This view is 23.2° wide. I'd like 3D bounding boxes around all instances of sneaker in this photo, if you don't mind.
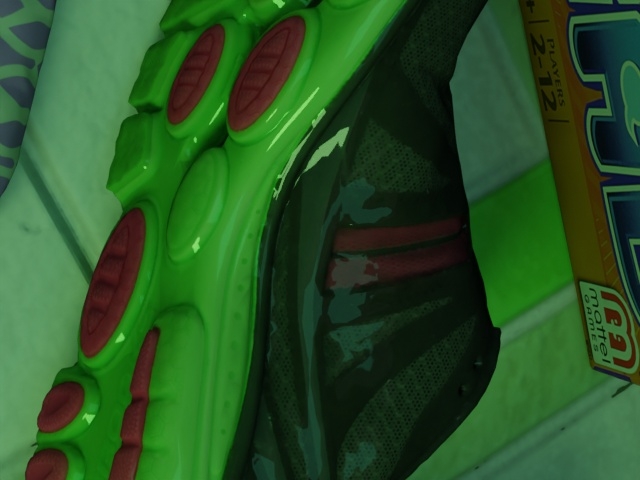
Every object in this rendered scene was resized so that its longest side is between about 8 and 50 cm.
[{"bbox_3d":[0.000,0.000,0.832,0.202,0.185,0.482,21,91,-38],"label":"sneaker"}]

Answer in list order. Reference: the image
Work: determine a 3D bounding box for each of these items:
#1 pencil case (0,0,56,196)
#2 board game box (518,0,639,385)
[{"bbox_3d":[-0.181,-0.091,0.780,0.086,0.088,0.206,11,92,-18],"label":"pencil case"},{"bbox_3d":[0.348,-0.118,0.826,0.356,0.356,0.356,-16,100,-17],"label":"board game box"}]
